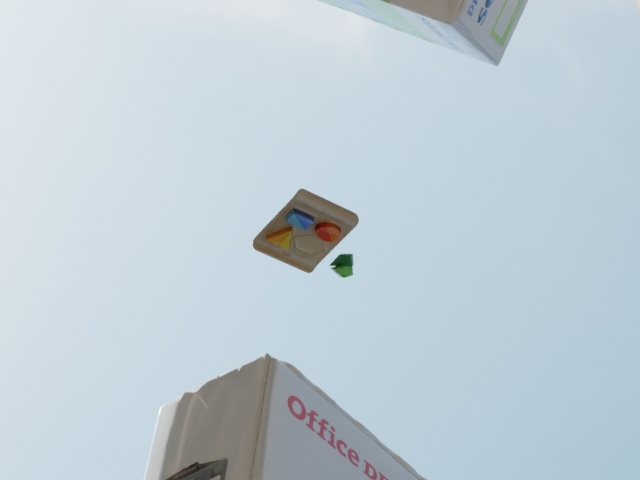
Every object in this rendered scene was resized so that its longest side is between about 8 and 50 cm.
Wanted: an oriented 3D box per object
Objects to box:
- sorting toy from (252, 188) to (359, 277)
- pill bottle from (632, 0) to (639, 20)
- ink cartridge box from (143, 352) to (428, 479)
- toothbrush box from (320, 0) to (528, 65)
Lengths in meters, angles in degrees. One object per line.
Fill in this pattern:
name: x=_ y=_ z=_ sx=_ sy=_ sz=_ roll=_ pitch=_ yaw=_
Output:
sorting toy: x=0.000 y=0.000 z=1.177 sx=0.062 sy=0.083 sz=0.012 roll=-48 pitch=-146 yaw=27
pill bottle: x=0.298 y=-0.203 z=1.246 sx=0.117 sy=0.117 sz=0.215 roll=-12 pitch=-141 yaw=6
ink cartridge box: x=-0.029 y=0.274 z=1.155 sx=0.131 sy=0.226 sz=0.306 roll=-27 pitch=-145 yaw=29
toothbrush box: x=0.053 y=-0.297 z=1.350 sx=0.283 sy=0.122 sz=0.206 roll=23 pitch=-91 yaw=28
